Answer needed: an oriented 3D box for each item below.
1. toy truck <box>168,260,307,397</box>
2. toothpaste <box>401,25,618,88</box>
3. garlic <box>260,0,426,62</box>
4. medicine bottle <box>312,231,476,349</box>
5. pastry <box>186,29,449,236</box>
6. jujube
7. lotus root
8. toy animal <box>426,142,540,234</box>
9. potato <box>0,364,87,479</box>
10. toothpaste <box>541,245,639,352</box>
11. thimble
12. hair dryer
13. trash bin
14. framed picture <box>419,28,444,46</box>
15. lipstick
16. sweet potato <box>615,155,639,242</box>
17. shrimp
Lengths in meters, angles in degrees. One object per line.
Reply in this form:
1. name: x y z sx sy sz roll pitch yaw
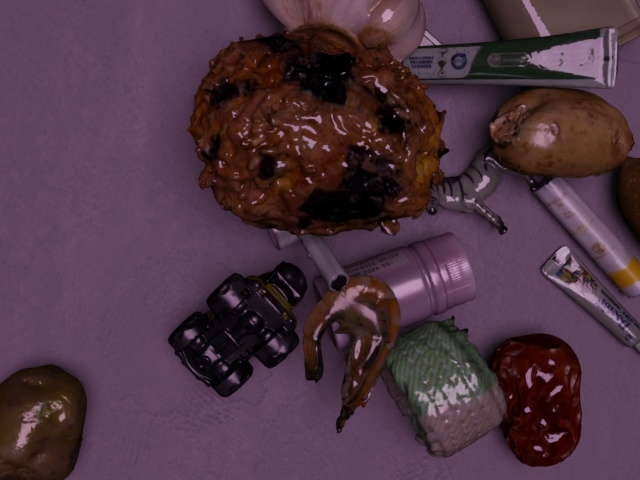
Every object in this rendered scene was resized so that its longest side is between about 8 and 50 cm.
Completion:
1. toy truck: -0.124 0.133 1.421 0.147 0.165 0.224 46 121 -6
2. toothpaste: 0.285 -0.295 1.452 0.392 0.061 0.098 1 95 16
3. garlic: 0.039 -0.415 1.420 0.281 0.184 0.203 11 51 6
4. medicine bottle: 0.122 0.083 1.472 0.250 0.133 0.133 -19 94 -5
5. pastry: -0.017 -0.156 1.315 0.405 0.337 0.292 20 128 12
6. jujube: 0.373 0.272 1.504 0.155 0.155 0.230 -15 99 -7
7. lotus root: 0.412 -0.177 1.471 0.284 0.146 0.160 3 56 -28
8. toy animal: 0.271 -0.102 1.519 0.176 0.073 0.217 39 79 -5
9. potato: -0.458 0.297 1.401 0.155 0.137 0.200 16 89 -38
10. toothpaste: 0.503 0.117 1.574 0.255 0.037 0.067 44 86 -3
11. thimble: 0.200 0.243 1.446 0.150 0.219 0.219 -29 95 -7
12. hair dryer: 0.000 0.000 1.413 0.131 0.236 0.073 -23 126 -7
13. trash bin: 0.406 -0.412 1.511 0.243 0.121 0.247 -29 91 -6
14. framed picture: 0.105 -0.316 1.522 0.142 0.011 0.183 41 86 -6
15. lipstick: 0.481 -0.010 1.556 0.059 0.059 0.264 -43 96 -5
16. sweet potato: 0.662 0.015 1.551 0.423 0.130 0.130 45 85 -8
17. shrimp: 0.035 0.175 1.375 0.145 0.059 0.254 24 95 -12
